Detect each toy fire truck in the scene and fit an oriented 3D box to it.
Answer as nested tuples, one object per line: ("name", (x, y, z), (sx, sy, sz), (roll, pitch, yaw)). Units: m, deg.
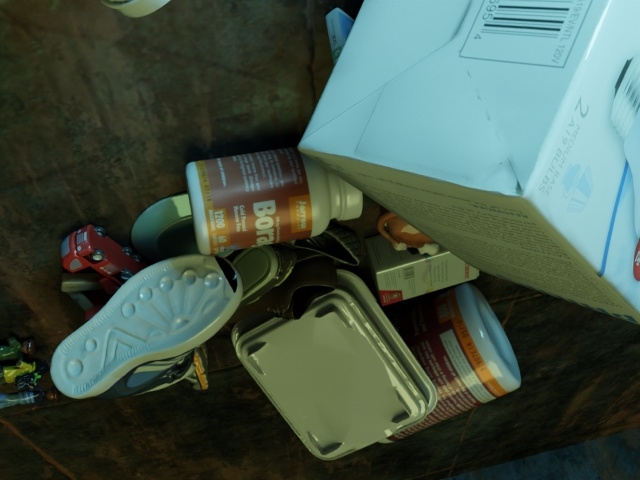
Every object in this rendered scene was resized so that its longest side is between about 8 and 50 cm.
("toy fire truck", (-0.329, 0.057, 1.067), (0.135, 0.047, 0.192), (-22, 145, 15))

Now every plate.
("plate", (-0.178, -0.007, 1.060), (0.188, 0.024, 0.188), (-12, 147, -8))

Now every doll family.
("doll family", (-0.509, 0.232, 1.238), (0.111, 0.076, 0.193), (-10, 153, -17))

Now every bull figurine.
("bull figurine", (0.230, -0.055, 1.068), (0.310, 0.101, 0.188), (-10, 164, -1))

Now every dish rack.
("dish rack", (0.019, 0.241, 1.298), (0.285, 0.072, 0.333), (-30, 105, 21))

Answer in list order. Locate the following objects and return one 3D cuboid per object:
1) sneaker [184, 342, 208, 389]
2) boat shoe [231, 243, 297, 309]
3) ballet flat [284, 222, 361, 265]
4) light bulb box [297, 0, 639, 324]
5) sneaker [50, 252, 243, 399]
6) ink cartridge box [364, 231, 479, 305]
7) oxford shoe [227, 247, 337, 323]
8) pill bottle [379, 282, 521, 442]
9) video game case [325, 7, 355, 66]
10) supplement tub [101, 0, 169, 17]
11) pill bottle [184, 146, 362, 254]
("sneaker", (-0.252, 0.202, 1.301), (0.083, 0.084, 0.215), (-13, 138, -1))
("boat shoe", (-0.130, 0.069, 1.141), (0.227, 0.081, 0.068), (-29, 166, 37))
("ballet flat", (0.000, 0.000, 1.125), (0.173, 0.049, 0.057), (13, 137, -38))
("light bulb box", (0.226, -0.151, 0.679), (0.361, 0.225, 0.358), (28, 85, -48))
("sneaker", (-0.220, 0.130, 1.096), (0.322, 0.130, 0.236), (-33, 165, 11))
("ink cartridge box", (0.172, 0.032, 1.229), (0.175, 0.072, 0.127), (-16, 148, 0))
("oxford shoe", (-0.076, 0.092, 1.192), (0.227, 0.096, 0.083), (-27, 148, 19))
("pill bottle", (0.170, 0.261, 1.440), (0.392, 0.224, 0.224), (-28, 146, 17))
("video game case", (0.092, -0.137, 0.822), (0.023, 0.193, 0.212), (-28, 147, 33))
("supplement tub", (-0.189, -0.272, 0.535), (0.144, 0.144, 0.199), (-31, 145, 23))
("pill bottle", (-0.060, -0.057, 0.945), (0.216, 0.121, 0.121), (-10, 147, -10))
